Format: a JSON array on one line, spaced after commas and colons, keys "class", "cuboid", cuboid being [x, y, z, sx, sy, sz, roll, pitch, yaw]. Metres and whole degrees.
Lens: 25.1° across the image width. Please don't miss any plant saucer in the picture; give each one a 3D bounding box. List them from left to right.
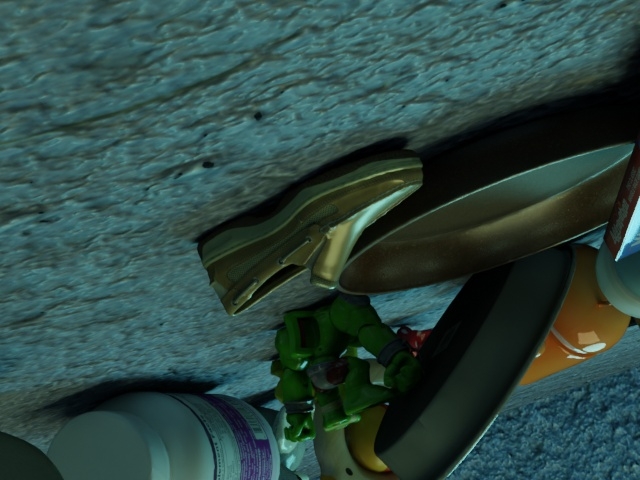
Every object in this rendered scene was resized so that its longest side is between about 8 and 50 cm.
[{"class": "plant saucer", "cuboid": [0.151, -0.034, 1.144, 0.311, 0.050, 0.310, -18, 167, -4]}]

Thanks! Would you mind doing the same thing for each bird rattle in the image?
[{"class": "bird rattle", "cuboid": [0.066, 0.197, 1.664, 0.254, 0.206, 0.143, 6, 172, -41]}]

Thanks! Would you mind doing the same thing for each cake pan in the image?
[{"class": "cake pan", "cuboid": [0.142, 0.113, 1.389, 0.293, 0.054, 0.293, -56, -178, 3]}]

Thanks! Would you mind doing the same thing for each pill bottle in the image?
[{"class": "pill bottle", "cuboid": [-0.172, 0.249, 1.575, 0.169, 0.169, 0.301, -23, 166, 17]}]

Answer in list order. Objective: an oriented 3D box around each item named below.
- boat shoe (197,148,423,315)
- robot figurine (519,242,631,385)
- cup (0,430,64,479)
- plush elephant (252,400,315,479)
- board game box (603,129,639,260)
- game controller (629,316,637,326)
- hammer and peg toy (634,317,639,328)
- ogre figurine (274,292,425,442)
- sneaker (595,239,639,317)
[{"class": "boat shoe", "cuboid": [0.000, 0.000, 1.019, 0.190, 0.072, 0.068, -28, 164, 33]}, {"class": "robot figurine", "cuboid": [0.248, 0.079, 1.569, 0.158, 0.128, 0.219, 7, 154, -39]}, {"class": "cup", "cuboid": [-0.392, 0.264, 1.135, 0.331, 0.331, 0.237, -25, 139, 23]}, {"class": "plush elephant", "cuboid": [-0.091, 0.335, 1.910, 0.272, 0.330, 0.255, -12, -165, 33]}, {"class": "board game box", "cuboid": [0.290, -0.071, 1.042, 0.145, 0.027, 0.281, -24, 160, -6]}, {"class": "game controller", "cuboid": [0.401, 0.073, 1.930, 0.319, 0.067, 0.166, -10, 150, -35]}, {"class": "hammer and peg toy", "cuboid": [0.464, 0.034, 1.563, 0.266, 0.127, 0.361, -15, -164, 6]}, {"class": "ogre figurine", "cuboid": [0.016, 0.120, 1.426, 0.097, 0.118, 0.197, -15, 167, -23]}, {"class": "sneaker", "cuboid": [0.426, -0.048, 1.336, 0.366, 0.135, 0.150, -25, 160, -10]}]
